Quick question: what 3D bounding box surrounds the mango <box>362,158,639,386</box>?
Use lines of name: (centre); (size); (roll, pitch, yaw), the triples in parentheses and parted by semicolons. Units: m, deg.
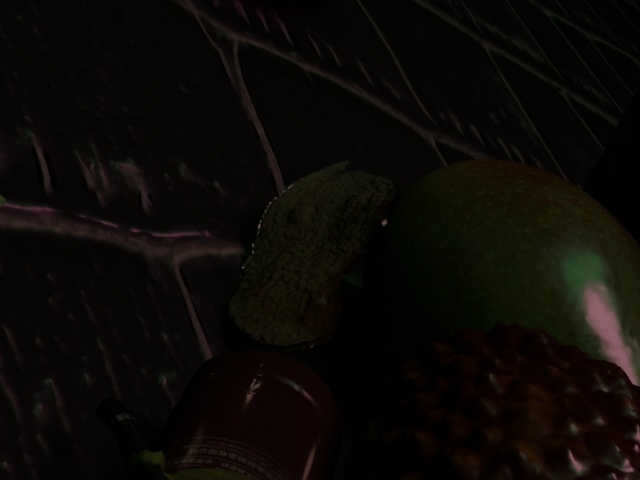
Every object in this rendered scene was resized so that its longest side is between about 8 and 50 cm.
mango: (0.159, 0.100, 0.812); (0.201, 0.225, 0.382); (-10, 53, -23)

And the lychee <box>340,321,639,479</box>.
lychee: (0.107, 0.170, 0.606); (0.236, 0.236, 0.271); (24, 28, -34)

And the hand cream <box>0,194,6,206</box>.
hand cream: (-0.263, -0.059, 0.654); (0.175, 0.046, 0.095); (44, 24, -13)

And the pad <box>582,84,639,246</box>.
pad: (0.247, 0.064, 0.861); (0.007, 0.367, 0.247); (-10, 53, -26)

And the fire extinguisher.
fire extinguisher: (-0.076, 0.163, 0.517); (0.141, 0.105, 0.341); (23, 26, 2)

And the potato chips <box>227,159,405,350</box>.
potato chips: (0.000, 0.000, 0.838); (0.026, 0.142, 0.209); (58, 12, -30)
